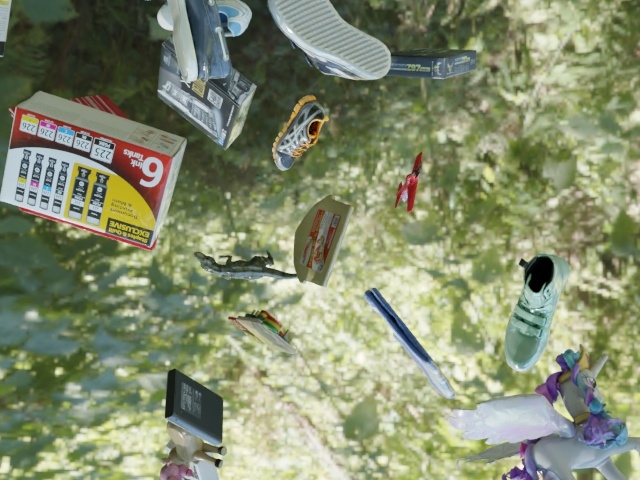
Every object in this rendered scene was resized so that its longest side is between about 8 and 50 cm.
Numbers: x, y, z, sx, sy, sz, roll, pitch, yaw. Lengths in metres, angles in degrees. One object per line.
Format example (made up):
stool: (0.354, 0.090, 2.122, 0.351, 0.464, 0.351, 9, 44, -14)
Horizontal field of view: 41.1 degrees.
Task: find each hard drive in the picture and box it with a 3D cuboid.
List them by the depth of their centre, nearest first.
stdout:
hard drive: (-0.220, 0.295, 1.509, 0.022, 0.094, 0.135, -25, 136, 23)

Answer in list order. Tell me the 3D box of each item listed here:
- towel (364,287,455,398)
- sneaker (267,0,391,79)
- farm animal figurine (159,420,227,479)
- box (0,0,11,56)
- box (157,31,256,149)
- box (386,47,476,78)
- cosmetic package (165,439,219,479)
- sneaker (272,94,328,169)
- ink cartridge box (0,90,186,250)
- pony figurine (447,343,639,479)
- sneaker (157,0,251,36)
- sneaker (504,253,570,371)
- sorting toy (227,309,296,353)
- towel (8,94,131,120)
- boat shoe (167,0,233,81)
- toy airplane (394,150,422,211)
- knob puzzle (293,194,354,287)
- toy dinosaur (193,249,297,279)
towel: (0.187, 0.217, 1.759, 0.034, 0.209, 0.285, -39, 151, -1)
sneaker: (-0.002, -0.449, 1.878, 0.321, 0.126, 0.127, 32, 169, -27)
farm animal figurine: (-0.276, 0.528, 1.736, 0.172, 0.330, 0.327, 8, 160, 32)
box: (-0.634, -0.477, 1.621, 0.060, 0.244, 0.100, 14, -168, 3)
box: (-0.298, -0.384, 2.192, 0.242, 0.076, 0.307, 38, 161, -1)
box: (0.286, -0.469, 2.248, 0.183, 0.059, 0.233, 10, -159, 28)
cosmetic package: (-0.302, 0.561, 2.059, 0.099, 0.060, 0.239, 24, 142, 25)
sneaker: (-0.052, -0.263, 2.184, 0.084, 0.083, 0.214, -16, 142, -49)
ink cartridge box: (-0.456, -0.112, 1.701, 0.310, 0.271, 0.130, 17, -156, -4)
pony figurine: (0.439, 0.395, 1.589, 0.351, 0.363, 0.302, -19, 150, -3)
sneaker: (-0.259, -0.471, 1.817, 0.237, 0.086, 0.085, 8, 138, 30)
sneaker: (0.424, 0.142, 1.743, 0.094, 0.255, 0.151, 20, 180, 29)
sorting toy: (-0.132, 0.223, 2.145, 0.132, 0.046, 0.274, 42, 160, -20)
towel: (-0.569, -0.271, 2.031, 0.275, 0.199, 0.031, -19, 143, -45)
boat shoe: (-0.173, -0.353, 1.202, 0.079, 0.254, 0.095, -10, -177, -20)
toy airplane: (0.191, -0.121, 1.855, 0.028, 0.151, 0.151, 15, 163, -5)
knob puzzle: (0.000, 0.000, 1.761, 0.030, 0.213, 0.213, 18, 159, -28)
toy dinosaur: (-0.141, 0.057, 1.816, 0.268, 0.064, 0.118, 4, -174, -15)
